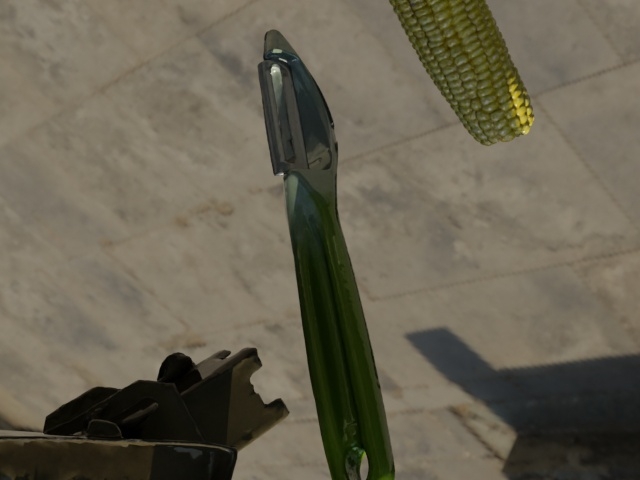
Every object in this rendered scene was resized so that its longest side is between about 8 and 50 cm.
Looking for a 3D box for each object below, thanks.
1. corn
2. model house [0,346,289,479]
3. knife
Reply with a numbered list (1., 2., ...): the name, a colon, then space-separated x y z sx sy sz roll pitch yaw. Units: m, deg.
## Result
1. corn: 0.095 -0.164 0.821 0.067 0.067 0.206 -12 114 49
2. model house: -0.108 0.150 0.511 0.211 0.243 0.204 -19 102 58
3. knife: 0.000 0.000 0.352 0.022 0.184 0.026 -36 137 30
